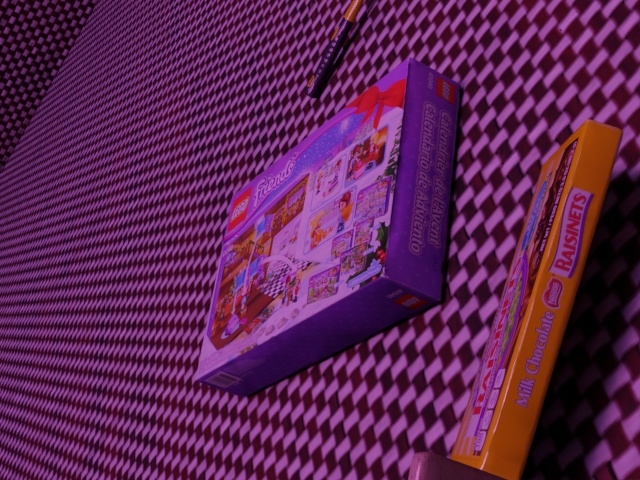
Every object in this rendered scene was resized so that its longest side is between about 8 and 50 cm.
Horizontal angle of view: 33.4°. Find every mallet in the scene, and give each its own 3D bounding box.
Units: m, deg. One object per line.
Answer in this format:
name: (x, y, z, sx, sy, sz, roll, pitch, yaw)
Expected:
mallet: (0.030, -0.236, 1.090, 0.190, 0.039, 0.062, -58, 27, 26)

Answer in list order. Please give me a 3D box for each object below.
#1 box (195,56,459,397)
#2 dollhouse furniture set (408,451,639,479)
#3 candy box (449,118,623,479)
box: (0.000, 0.000, 0.909, 0.293, 0.057, 0.201, -32, 41, 50)
dollhouse furniture set: (0.018, 0.185, 0.546, 0.301, 0.197, 0.151, -22, 50, 56)
candy box: (0.123, 0.040, 0.624, 0.105, 0.027, 0.206, 95, -166, -78)
